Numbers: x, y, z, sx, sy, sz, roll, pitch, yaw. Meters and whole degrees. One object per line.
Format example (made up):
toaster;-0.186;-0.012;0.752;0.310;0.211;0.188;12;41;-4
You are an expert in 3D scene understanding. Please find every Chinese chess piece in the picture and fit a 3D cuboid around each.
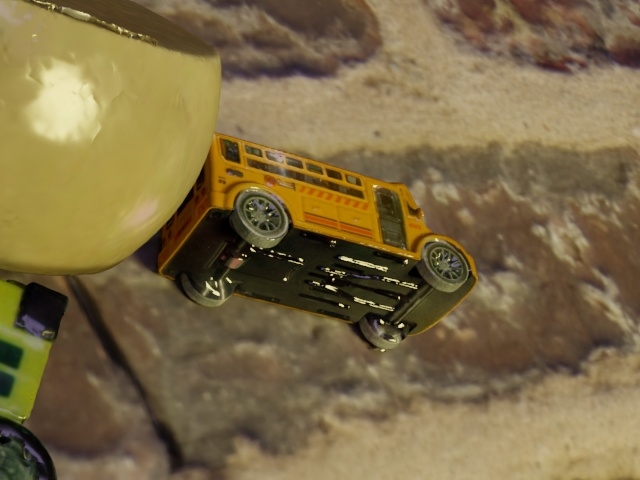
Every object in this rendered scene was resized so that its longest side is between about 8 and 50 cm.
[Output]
Chinese chess piece;-0.163;-0.076;0.534;0.251;0.097;0.251;23;9;-4

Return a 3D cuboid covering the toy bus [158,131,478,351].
toy bus;0.000;0.000;0.704;0.162;0.069;0.074;15;49;-27

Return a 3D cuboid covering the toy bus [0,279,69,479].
toy bus;-0.182;0.121;0.430;0.150;0.128;0.262;26;47;-20
